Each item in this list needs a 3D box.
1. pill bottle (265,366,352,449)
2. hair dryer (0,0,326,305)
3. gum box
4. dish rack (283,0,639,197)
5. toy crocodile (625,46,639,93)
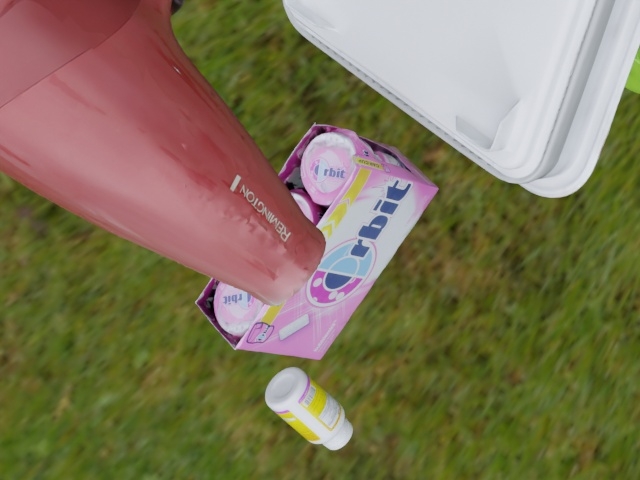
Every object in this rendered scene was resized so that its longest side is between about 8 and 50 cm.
[{"bbox_3d":[-0.008,0.149,1.703,0.043,0.043,0.083,-26,129,25],"label":"pill bottle"},{"bbox_3d":[-0.060,-0.113,0.730,0.080,0.224,0.293,5,110,65],"label":"hair dryer"},{"bbox_3d":[0.000,0.000,1.533,0.062,0.107,0.188,46,111,34],"label":"gum box"},{"bbox_3d":[0.094,-0.211,1.461,0.333,0.072,0.285,40,130,34],"label":"dish rack"},{"bbox_3d":[0.320,-0.188,1.665,0.115,0.340,0.105,-45,119,-11],"label":"toy crocodile"}]
